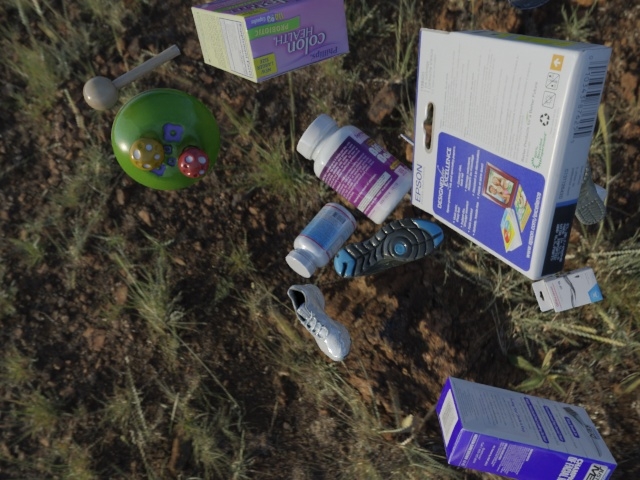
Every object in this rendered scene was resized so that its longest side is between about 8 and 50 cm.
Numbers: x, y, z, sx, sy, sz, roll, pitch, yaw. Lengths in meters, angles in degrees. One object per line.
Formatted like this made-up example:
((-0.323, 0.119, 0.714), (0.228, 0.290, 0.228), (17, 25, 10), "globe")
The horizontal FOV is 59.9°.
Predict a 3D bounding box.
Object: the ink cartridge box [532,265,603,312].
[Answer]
((0.774, 0.159, 1.749), (0.180, 0.060, 0.104), (-20, 91, 16), "ink cartridge box")

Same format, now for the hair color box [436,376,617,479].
((0.445, 0.432, 1.240), (0.339, 0.185, 0.110), (12, 112, -2), "hair color box")

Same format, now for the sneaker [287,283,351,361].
((-0.016, 0.258, 1.753), (0.111, 0.129, 0.297), (-47, 58, 14), "sneaker")

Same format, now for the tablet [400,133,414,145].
((0.220, -0.236, 1.338), (0.054, 0.083, 0.006), (40, 106, 10), "tablet")

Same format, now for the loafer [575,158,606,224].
((0.648, -0.155, 1.427), (0.094, 0.251, 0.087), (-23, 24, 20), "loafer")

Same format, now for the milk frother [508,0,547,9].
((0.290, -0.451, 0.857), (0.143, 0.129, 0.134), (-3, 56, 0), "milk frother")

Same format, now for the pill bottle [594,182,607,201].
((0.818, -0.183, 1.848), (0.131, 0.131, 0.229), (-43, 53, -3), "pill bottle")

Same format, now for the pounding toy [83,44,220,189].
((-0.260, -0.170, 0.914), (0.183, 0.236, 0.110), (-24, 36, -4), "pounding toy")

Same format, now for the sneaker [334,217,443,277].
((0.208, 0.020, 1.649), (0.341, 0.140, 0.125), (-18, 79, 28), "sneaker")

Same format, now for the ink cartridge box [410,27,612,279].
((0.249, -0.144, 0.819), (0.072, 0.303, 0.307), (-12, 29, -20), "ink cartridge box")

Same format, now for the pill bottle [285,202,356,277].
((0.000, 0.000, 1.197), (0.087, 0.087, 0.160), (31, 66, 24), "pill bottle")

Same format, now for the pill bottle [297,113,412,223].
((0.091, -0.195, 1.466), (0.301, 0.169, 0.169), (39, 83, 4), "pill bottle")

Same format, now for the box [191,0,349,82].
((-0.104, -0.422, 1.111), (0.214, 0.117, 0.243), (-26, 37, -24), "box")
